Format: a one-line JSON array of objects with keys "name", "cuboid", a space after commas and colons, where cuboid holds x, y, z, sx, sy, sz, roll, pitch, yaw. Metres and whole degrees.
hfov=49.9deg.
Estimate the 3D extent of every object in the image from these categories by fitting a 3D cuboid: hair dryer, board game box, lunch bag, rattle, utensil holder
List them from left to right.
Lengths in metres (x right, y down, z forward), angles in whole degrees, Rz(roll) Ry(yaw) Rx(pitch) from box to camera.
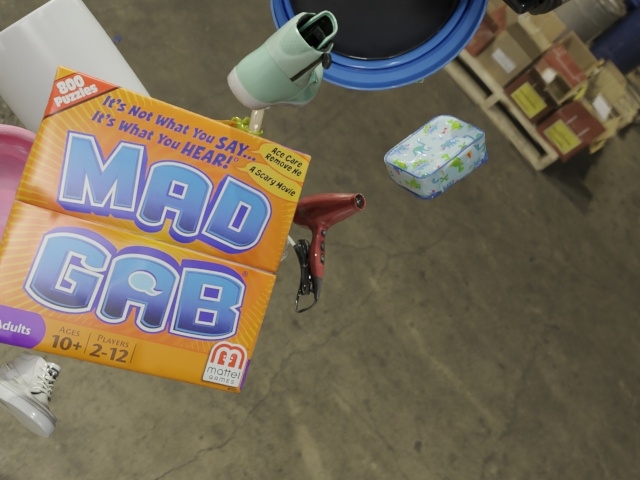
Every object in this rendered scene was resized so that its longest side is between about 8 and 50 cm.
[{"name": "utensil holder", "cuboid": [-0.655, -0.402, 1.792, 0.385, 0.328, 0.327, 57, 39, -26]}, {"name": "board game box", "cuboid": [-0.281, -0.013, 1.066, 0.357, 0.356, 0.356, 18, 88, -22]}, {"name": "rattle", "cuboid": [-0.183, -0.290, 1.552, 0.143, 0.130, 0.199, 4, 63, 5]}, {"name": "hair dryer", "cuboid": [0.000, 0.000, 1.543, 0.080, 0.293, 0.223, 7, 37, -49]}, {"name": "lunch bag", "cuboid": [0.272, -0.201, 1.634, 0.219, 0.176, 0.090, -37, 133, -16]}]

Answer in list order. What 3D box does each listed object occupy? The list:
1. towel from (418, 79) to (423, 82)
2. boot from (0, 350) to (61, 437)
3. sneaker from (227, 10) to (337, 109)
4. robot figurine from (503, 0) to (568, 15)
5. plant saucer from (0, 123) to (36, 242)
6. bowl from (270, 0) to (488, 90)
[{"name": "towel", "cuboid": [0.169, -0.562, 1.948, 0.325, 0.038, 0.247, 15, 64, 20]}, {"name": "boot", "cuboid": [-0.569, 0.291, 1.368, 0.123, 0.258, 0.095, -44, 132, -32]}, {"name": "sneaker", "cuboid": [-0.015, -0.267, 1.005, 0.094, 0.151, 0.256, 55, 28, -5]}, {"name": "robot figurine", "cuboid": [0.537, -0.622, 1.561, 0.278, 0.209, 0.173, -30, 105, -12]}, {"name": "plant saucer", "cuboid": [-0.624, -0.059, 1.357, 0.332, 0.084, 0.331, 14, 71, -44]}, {"name": "bowl", "cuboid": [0.104, -0.456, 1.239, 0.391, 0.391, 0.077, 24, 39, -25]}]
